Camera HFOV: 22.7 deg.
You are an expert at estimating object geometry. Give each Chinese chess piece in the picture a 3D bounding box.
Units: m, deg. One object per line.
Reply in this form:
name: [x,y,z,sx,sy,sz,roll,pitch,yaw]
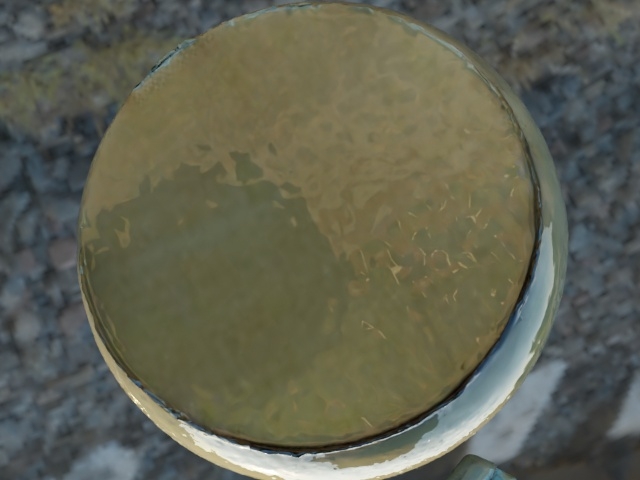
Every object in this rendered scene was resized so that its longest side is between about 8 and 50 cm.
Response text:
Chinese chess piece: [0.000,0.000,0.812,0.250,0.249,0.103,-26,165,2]

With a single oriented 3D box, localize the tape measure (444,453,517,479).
tape measure: [0.054,0.225,0.690,0.243,0.125,0.246,-59,170,-5]
